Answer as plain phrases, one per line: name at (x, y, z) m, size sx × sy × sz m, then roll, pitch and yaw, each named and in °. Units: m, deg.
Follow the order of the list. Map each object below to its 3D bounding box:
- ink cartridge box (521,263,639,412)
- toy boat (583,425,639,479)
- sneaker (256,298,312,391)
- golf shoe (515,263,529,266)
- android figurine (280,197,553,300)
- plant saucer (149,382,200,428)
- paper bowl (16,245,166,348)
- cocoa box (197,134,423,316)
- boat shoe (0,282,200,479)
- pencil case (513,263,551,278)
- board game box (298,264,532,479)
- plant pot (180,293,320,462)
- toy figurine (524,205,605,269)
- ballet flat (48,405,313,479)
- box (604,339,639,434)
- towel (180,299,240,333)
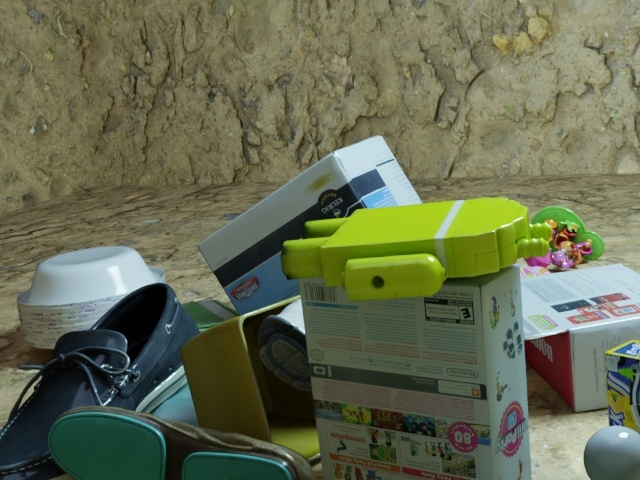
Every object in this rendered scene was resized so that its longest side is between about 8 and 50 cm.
ink cartridge box at (0.397, 0.144, 1.617) m, size 0.272 × 0.130 × 0.309 m, roll -8°, pitch 12°, yaw -4°
toy boat at (0.228, 0.286, 0.957) m, size 0.268 × 0.148 × 0.318 m, roll 3°, pitch 14°, yaw 34°
sneaker at (0.064, 0.172, 1.336) m, size 0.111 × 0.297 × 0.129 m, roll -50°, pitch -3°, yaw 40°
golf shoe at (0.348, 0.054, 2.188) m, size 0.186 × 0.086 × 0.067 m, roll 1°, pitch 12°, yaw 22°
android figurine at (0.104, 0.003, 1.104) m, size 0.273 × 0.056 × 0.248 m, roll -4°, pitch 14°, yaw 14°
plant saucer at (-0.204, 0.245, 1.627) m, size 0.195 × 0.037 × 0.195 m, roll -4°, pitch 11°, yaw 1°
paper bowl at (-0.437, 0.100, 2.016) m, size 0.284 × 0.148 × 0.284 m, roll -6°, pitch 11°, yaw 1°
cocoa box at (0.000, 0.000, 1.945) m, size 0.347 × 0.228 × 0.231 m, roll -32°, pitch -2°, yaw 29°
boat shoe at (-0.332, 0.209, 1.490) m, size 0.187 × 0.156 × 0.500 m, roll -2°, pitch 22°, yaw 26°
pencil case at (0.268, 0.094, 1.814) m, size 0.284 × 0.124 × 0.124 m, roll 3°, pitch 7°, yaw -24°
board game box at (0.108, 0.176, 1.159) m, size 0.224 × 0.303 × 0.097 m, roll 4°, pitch 16°, yaw 34°
plant pot at (-0.071, 0.192, 1.464) m, size 0.187 × 0.212 × 0.212 m, roll -13°, pitch 3°, yaw 45°
toy figurine at (0.513, 0.024, 2.283) m, size 0.173 × 0.130 × 0.159 m, roll 25°, pitch 37°, yaw 18°
ballet flat at (-0.165, 0.270, 1.305) m, size 0.343 × 0.116 × 0.124 m, roll 4°, pitch 1°, yaw 18°
box at (0.374, 0.206, 1.228) m, size 0.059 × 0.168 × 0.054 m, roll -15°, pitch 15°, yaw -38°
towel at (-0.322, 0.175, 2.032) m, size 0.325 × 0.038 × 0.248 m, roll -12°, pitch 12°, yaw -20°
